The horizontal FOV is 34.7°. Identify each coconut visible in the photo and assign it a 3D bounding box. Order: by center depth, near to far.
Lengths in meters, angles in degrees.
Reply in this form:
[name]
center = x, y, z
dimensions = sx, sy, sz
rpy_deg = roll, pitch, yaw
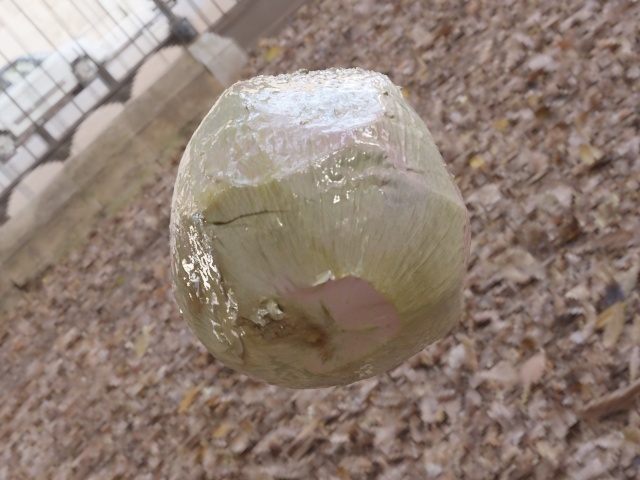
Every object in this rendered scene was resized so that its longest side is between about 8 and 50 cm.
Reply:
[coconut]
center = 0.000, 0.000, 0.962
dimensions = 0.297, 0.297, 0.255
rpy_deg = -38, 32, 9
